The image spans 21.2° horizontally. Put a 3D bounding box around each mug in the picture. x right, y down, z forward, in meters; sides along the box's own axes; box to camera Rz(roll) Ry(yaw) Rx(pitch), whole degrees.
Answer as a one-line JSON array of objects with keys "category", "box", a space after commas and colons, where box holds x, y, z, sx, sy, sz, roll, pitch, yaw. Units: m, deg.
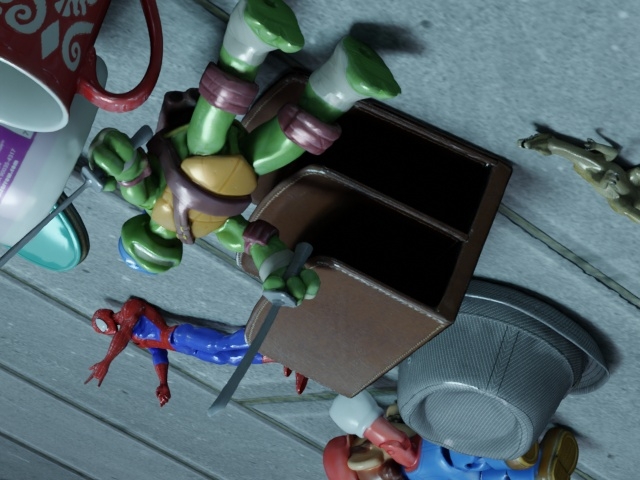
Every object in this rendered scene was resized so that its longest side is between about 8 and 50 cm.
[{"category": "mug", "box": [-0.187, -0.169, 1.226, 0.150, 0.169, 0.113, 33, 156, -30]}]

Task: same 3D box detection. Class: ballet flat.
[{"category": "ballet flat", "box": [-0.339, -0.080, 1.701, 0.280, 0.096, 0.095, 36, 121, -15]}]

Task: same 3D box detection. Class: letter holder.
[{"category": "letter holder", "box": [0.000, 0.000, 1.494, 0.214, 0.152, 0.302, 26, 159, -6]}]

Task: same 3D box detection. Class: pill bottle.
[{"category": "pill bottle", "box": [-0.330, -0.126, 1.305, 0.301, 0.169, 0.169, 25, 159, -15]}]

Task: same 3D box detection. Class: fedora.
[{"category": "fedora", "box": [0.158, 0.144, 1.727, 0.243, 0.124, 0.275, 25, 159, -7]}]

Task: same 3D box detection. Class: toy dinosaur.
[{"category": "toy dinosaur", "box": [0.238, -0.038, 1.336, 0.183, 0.053, 0.092, 39, 169, -24]}]

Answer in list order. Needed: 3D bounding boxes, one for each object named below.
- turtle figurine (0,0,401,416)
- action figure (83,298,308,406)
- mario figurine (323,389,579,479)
[{"category": "turtle figurine", "box": [-0.069, -0.033, 1.277, 0.198, 0.274, 0.266, 40, 115, 3]}, {"category": "action figure", "box": [-0.165, 0.153, 2.052, 0.280, 0.139, 0.091, 15, 157, 22]}, {"category": "mario figurine", "box": [0.138, 0.230, 2.023, 0.320, 0.170, 0.198, -12, 106, 39]}]
